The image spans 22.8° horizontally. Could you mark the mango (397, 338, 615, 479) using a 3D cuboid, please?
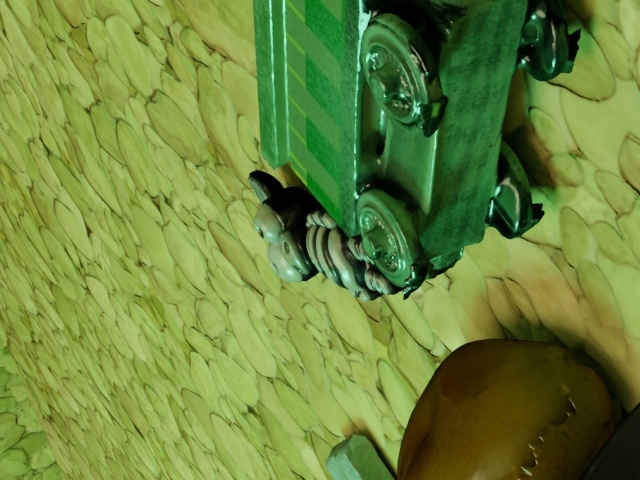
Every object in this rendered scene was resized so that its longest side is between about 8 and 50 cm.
[{"bbox_3d":[0.135,0.172,1.145,0.136,0.166,0.236,16,130,-4],"label":"mango"}]

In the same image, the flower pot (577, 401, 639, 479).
[{"bbox_3d":[0.244,0.175,0.822,0.166,0.269,0.269,40,162,-11],"label":"flower pot"}]

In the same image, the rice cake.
[{"bbox_3d":[0.082,0.295,1.579,0.226,0.040,0.085,56,159,7],"label":"rice cake"}]

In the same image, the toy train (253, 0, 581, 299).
[{"bbox_3d":[0.049,-0.103,0.993,0.202,0.120,0.301,50,158,29],"label":"toy train"}]

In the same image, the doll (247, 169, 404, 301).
[{"bbox_3d":[0.000,0.000,1.316,0.219,0.067,0.091,24,145,59],"label":"doll"}]
